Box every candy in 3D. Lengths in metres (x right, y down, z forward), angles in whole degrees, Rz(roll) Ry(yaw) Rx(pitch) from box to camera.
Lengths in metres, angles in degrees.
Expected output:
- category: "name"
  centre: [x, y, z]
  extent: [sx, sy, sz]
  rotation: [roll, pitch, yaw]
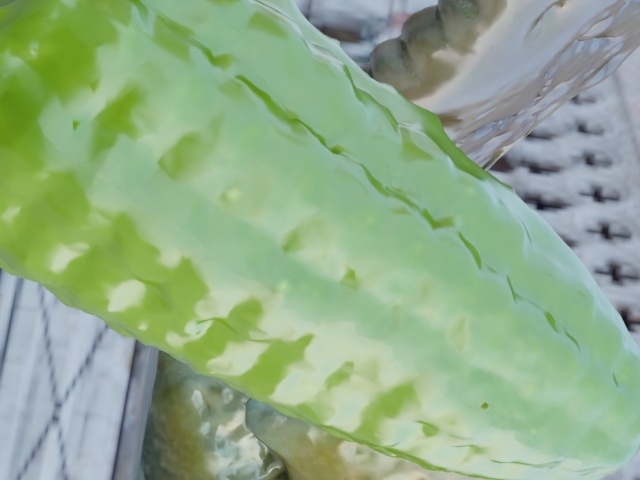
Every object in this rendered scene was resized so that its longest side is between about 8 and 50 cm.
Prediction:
- category: "candy"
  centre: [0.000, 0.000, 0.359]
  extent: [0.097, 0.209, 0.097]
  rotation: [-49, -162, 23]

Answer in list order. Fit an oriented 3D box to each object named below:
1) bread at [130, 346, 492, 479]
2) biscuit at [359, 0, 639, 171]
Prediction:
- category: "bread"
  centre: [-0.003, 0.088, 1.032]
  extent: [0.395, 0.264, 0.239]
  rotation: [-93, -177, -57]
- category: "biscuit"
  centre: [0.098, -0.089, 0.658]
  extent: [0.325, 0.044, 0.217]
  rotation: [-40, 168, 31]
